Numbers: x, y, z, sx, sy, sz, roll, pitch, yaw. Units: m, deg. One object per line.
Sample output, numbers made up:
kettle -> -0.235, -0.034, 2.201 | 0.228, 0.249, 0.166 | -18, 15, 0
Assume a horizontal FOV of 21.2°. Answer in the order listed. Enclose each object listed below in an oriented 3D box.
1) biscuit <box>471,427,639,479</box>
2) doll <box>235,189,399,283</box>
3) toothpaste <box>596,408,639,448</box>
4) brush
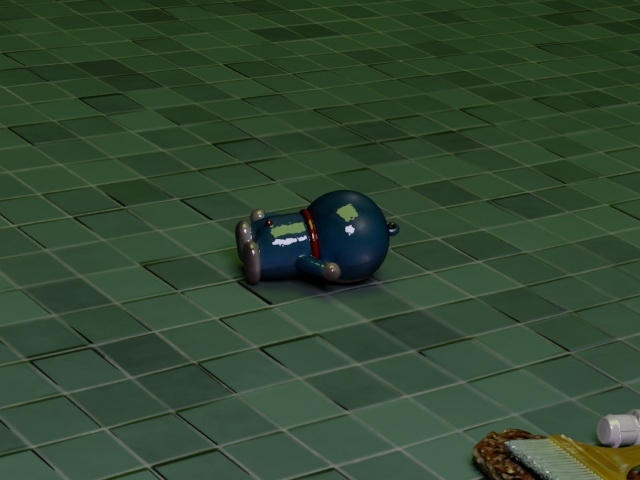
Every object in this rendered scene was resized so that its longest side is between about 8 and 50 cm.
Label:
biscuit -> 0.204, 0.196, 1.223 | 0.236, 0.026, 0.131 | 20, 24, 27
doll -> 0.000, 0.000, 1.574 | 0.151, 0.086, 0.114 | -10, 41, -13
toothpaste -> 0.307, 0.149, 1.369 | 0.190, 0.031, 0.048 | 0, 20, -24
brush -> 0.242, 0.159, 1.281 | 0.205, 0.011, 0.083 | -4, 23, -31
